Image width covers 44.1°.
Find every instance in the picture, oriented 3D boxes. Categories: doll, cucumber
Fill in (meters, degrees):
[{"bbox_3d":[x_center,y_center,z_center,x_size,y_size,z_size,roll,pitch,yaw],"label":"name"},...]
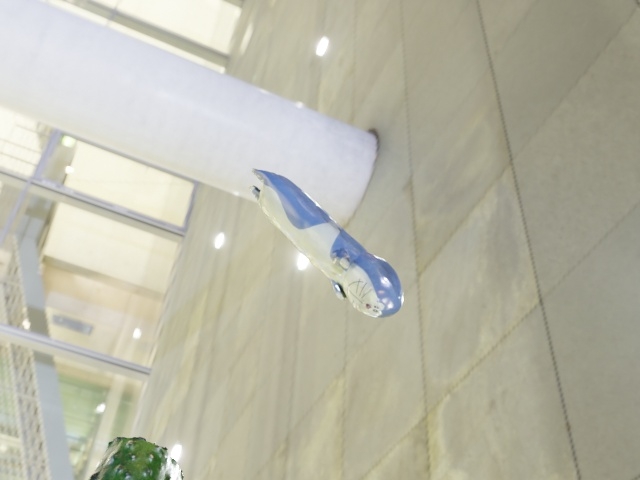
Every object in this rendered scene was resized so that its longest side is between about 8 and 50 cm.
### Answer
[{"bbox_3d":[0.000,0.000,0.462,0.027,0.125,0.037,-34,-27,-30],"label":"doll"},{"bbox_3d":[-0.119,0.178,0.499,0.035,0.067,0.107,-28,26,24],"label":"cucumber"}]
